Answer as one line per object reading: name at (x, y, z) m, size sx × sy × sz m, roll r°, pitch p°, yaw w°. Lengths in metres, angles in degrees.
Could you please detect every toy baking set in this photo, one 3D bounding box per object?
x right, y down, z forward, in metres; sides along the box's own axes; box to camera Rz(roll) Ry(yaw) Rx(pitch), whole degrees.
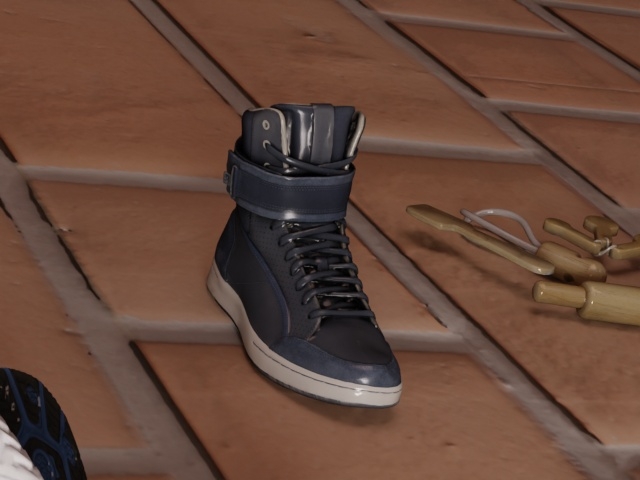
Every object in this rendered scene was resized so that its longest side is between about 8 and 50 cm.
toy baking set at (0.202, 0.020, 1.577) m, size 0.256 × 0.030 × 0.197 m, roll 6°, pitch 18°, yaw -19°

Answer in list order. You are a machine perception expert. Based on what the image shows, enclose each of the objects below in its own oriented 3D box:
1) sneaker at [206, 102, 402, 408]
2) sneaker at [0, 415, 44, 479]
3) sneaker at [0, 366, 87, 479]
sneaker at (-0.002, 0.000, 1.305) m, size 0.086 × 0.163 × 0.226 m, roll 3°, pitch 24°, yaw -31°
sneaker at (-0.162, 0.163, 0.639) m, size 0.210 × 0.137 × 0.366 m, roll -34°, pitch 62°, yaw -18°
sneaker at (-0.192, 0.114, 0.996) m, size 0.211 × 0.081 × 0.080 m, roll 12°, pitch 55°, yaw -64°
